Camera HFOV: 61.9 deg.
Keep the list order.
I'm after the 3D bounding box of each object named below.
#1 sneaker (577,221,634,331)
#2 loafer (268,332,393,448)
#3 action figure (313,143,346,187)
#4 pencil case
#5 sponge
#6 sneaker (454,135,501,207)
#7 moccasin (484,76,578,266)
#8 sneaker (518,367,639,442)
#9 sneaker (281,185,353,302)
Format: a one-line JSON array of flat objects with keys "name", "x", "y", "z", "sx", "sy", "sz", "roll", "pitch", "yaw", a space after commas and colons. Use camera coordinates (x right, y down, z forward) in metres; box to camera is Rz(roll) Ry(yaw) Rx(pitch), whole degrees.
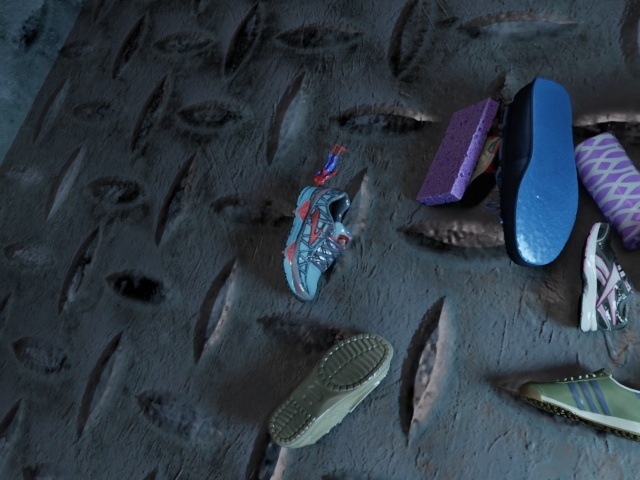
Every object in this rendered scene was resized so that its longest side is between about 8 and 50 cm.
[{"name": "sneaker", "x": 0.462, "y": 0.062, "z": 0.861, "sx": 0.077, "sy": 0.072, "sz": 0.178, "roll": 4, "pitch": 88, "yaw": 20}, {"name": "loafer", "x": 0.023, "y": 0.275, "z": 0.979, "sx": 0.269, "sy": 0.092, "sz": 0.102, "roll": -37, "pitch": 57, "yaw": -11}, {"name": "action figure", "x": 0.017, "y": -0.162, "z": 1.211, "sx": 0.038, "sy": 0.030, "sz": 0.115, "roll": 35, "pitch": 91, "yaw": 40}, {"name": "pencil case", "x": 0.496, "y": -0.084, "z": 0.893, "sx": 0.087, "sy": 0.088, "sz": 0.205, "roll": -22, "pitch": 59, "yaw": 13}, {"name": "sponge", "x": 0.267, "y": -0.170, "z": 1.046, "sx": 0.209, "sy": 0.031, "sz": 0.117, "roll": -65, "pitch": 19, "yaw": -11}, {"name": "sneaker", "x": 0.304, "y": -0.137, "z": 1.045, "sx": 0.161, "sy": 0.057, "sz": 0.075, "roll": -54, "pitch": 37, "yaw": 0}, {"name": "moccasin", "x": 0.375, "y": -0.112, "z": 0.942, "sx": 0.117, "sy": 0.138, "sz": 0.341, "roll": 149, "pitch": 137, "yaw": -68}, {"name": "sneaker", "x": 0.412, "y": 0.234, "z": 0.814, "sx": 0.192, "sy": 0.064, "sz": 0.086, "roll": 13, "pitch": 67, "yaw": 31}, {"name": "sneaker", "x": 0.000, "y": 0.000, "z": 1.103, "sx": 0.125, "sy": 0.104, "sz": 0.261, "roll": -1, "pitch": 68, "yaw": 25}]
